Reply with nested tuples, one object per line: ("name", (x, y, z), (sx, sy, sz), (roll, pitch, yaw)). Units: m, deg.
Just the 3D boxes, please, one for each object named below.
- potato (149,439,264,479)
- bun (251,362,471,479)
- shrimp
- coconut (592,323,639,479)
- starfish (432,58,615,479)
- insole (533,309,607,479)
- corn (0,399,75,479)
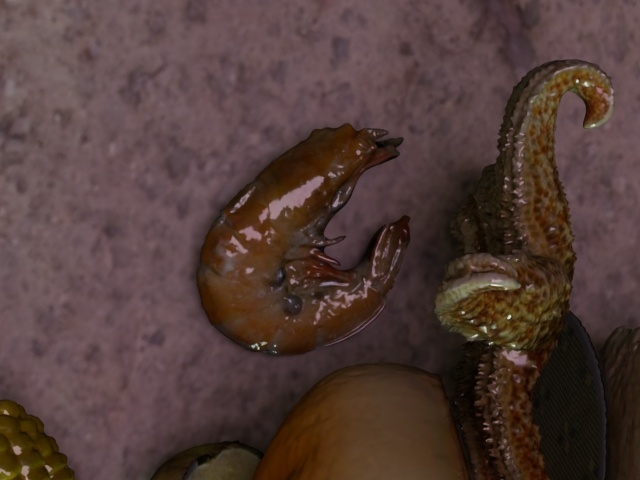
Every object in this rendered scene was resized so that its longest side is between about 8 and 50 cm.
("potato", (-0.067, 0.237, 1.010), (0.164, 0.081, 0.200), (-23, 94, -53))
("bun", (0.032, 0.228, 0.926), (0.164, 0.299, 0.299), (-14, 94, 5))
("shrimp", (-0.002, -0.001, 1.056), (0.187, 0.051, 0.132), (-48, 114, -2))
("coconut", (0.320, 0.183, 1.017), (0.297, 0.297, 0.255), (6, 82, -15))
("starfish", (0.129, 0.051, 0.966), (0.113, 0.312, 0.303), (0, 72, 5))
("insole", (0.162, 0.183, 1.009), (0.007, 0.109, 0.322), (17, 52, -18))
("corn", (-0.158, 0.275, 0.975), (0.120, 0.120, 0.363), (-21, 97, -14))
